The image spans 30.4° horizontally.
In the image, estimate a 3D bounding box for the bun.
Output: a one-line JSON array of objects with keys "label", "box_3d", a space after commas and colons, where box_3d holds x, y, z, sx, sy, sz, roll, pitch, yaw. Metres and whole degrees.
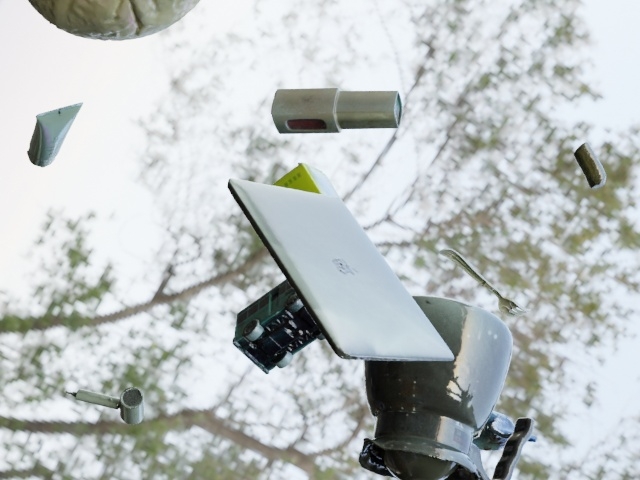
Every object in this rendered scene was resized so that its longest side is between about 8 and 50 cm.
[{"label": "bun", "box_3d": [-0.216, -0.317, 1.150, 0.244, 0.244, 0.153, -52, 171, 17]}]

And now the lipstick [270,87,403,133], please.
[{"label": "lipstick", "box_3d": [0.034, -0.259, 2.345, 0.252, 0.079, 0.077, 1, -124, 15]}]

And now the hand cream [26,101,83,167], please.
[{"label": "hand cream", "box_3d": [-0.435, -0.173, 1.895, 0.078, 0.050, 0.205, -18, 171, -26]}]

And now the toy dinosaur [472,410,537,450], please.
[{"label": "toy dinosaur", "box_3d": [0.301, 0.343, 2.120, 0.329, 0.144, 0.076, 37, 62, -70]}]

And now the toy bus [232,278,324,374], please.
[{"label": "toy bus", "box_3d": [-0.036, 0.099, 1.608, 0.160, 0.079, 0.092, -35, -154, 21]}]

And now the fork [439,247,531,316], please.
[{"label": "fork", "box_3d": [0.278, 0.074, 1.981, 0.034, 0.219, 0.028, -27, -143, 40]}]

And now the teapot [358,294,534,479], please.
[{"label": "teapot", "box_3d": [0.172, 0.263, 1.765, 0.223, 0.305, 0.285, 0, -117, 26]}]

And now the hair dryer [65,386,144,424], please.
[{"label": "hair dryer", "box_3d": [-0.331, 0.243, 1.808, 0.063, 0.124, 0.038, 102, 2, -55]}]

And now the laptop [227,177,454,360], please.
[{"label": "laptop", "box_3d": [0.021, 0.033, 1.298, 0.015, 0.187, 0.269, -54, -128, 26]}]

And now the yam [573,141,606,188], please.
[{"label": "yam", "box_3d": [0.560, -0.154, 2.445, 0.043, 0.094, 0.043, -27, 172, -4]}]

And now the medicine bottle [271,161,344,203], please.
[{"label": "medicine bottle", "box_3d": [0.000, 0.000, 2.113, 0.137, 0.250, 0.141, -36, 163, 12]}]
